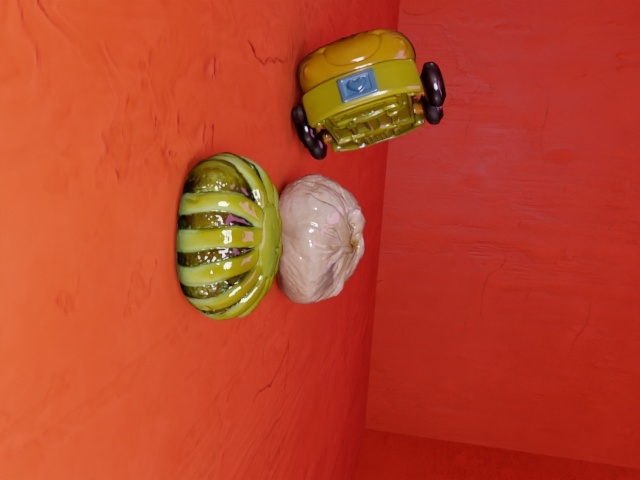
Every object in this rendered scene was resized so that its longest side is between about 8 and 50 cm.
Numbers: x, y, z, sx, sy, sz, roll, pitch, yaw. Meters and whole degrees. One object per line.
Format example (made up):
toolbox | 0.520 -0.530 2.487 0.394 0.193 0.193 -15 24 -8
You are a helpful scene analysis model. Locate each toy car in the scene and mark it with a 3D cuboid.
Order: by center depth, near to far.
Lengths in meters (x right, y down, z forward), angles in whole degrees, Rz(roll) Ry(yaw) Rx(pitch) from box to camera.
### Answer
toy car | 0.057 -0.209 0.829 0.248 0.201 0.142 30 43 -81

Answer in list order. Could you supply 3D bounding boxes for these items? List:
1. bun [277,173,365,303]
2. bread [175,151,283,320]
bun | 0.000 0.000 0.784 0.188 0.111 0.164 90 14 -49
bread | -0.070 -0.002 0.501 0.130 0.071 0.139 -39 134 -70
